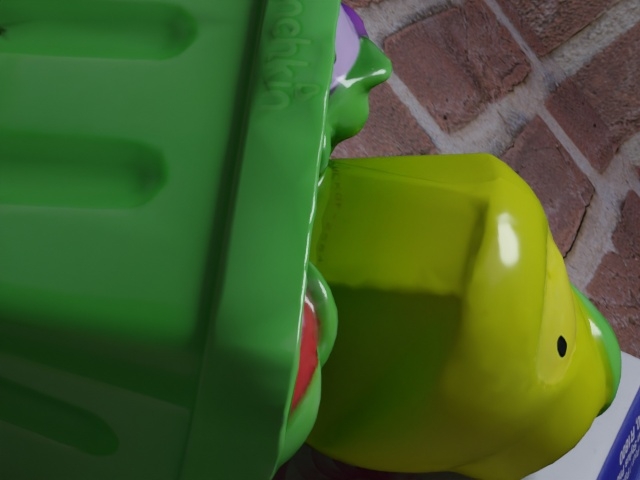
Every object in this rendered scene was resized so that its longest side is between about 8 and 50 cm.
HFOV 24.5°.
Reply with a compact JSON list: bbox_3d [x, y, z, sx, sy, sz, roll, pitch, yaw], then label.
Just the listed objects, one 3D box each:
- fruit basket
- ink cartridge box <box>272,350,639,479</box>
[{"bbox_3d":[0.000,0.000,0.715,0.392,0.283,0.392,6,53,-9],"label":"fruit basket"},{"bbox_3d":[0.080,0.141,0.856,0.330,0.071,0.324,22,33,14],"label":"ink cartridge box"}]
